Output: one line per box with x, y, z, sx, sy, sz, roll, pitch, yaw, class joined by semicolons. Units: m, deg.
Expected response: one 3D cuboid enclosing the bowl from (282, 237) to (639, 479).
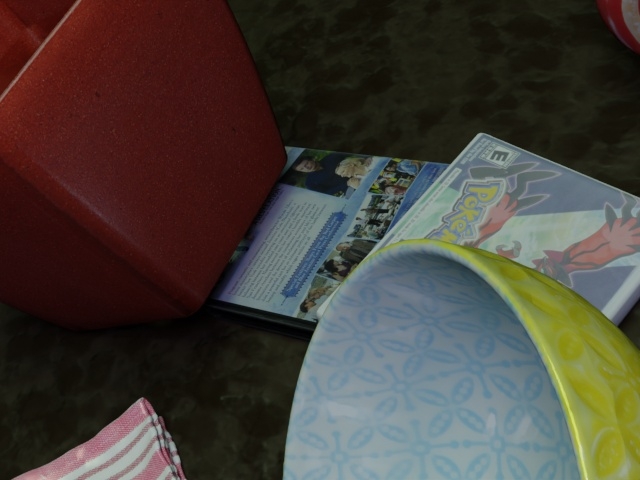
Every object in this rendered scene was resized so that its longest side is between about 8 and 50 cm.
0.107;0.147;0.586;0.156;0.289;0.289;5;32;-25;bowl

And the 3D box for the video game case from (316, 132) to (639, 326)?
0.126;0.023;0.806;0.183;0.023;0.201;28;65;36;video game case

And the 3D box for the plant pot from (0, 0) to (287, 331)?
-0.189;-0.071;0.925;0.267;0.236;0.267;-10;41;44;plant pot

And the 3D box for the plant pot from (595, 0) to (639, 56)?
0.291;-0.240;0.871;0.191;0.191;0.174;-7;49;25;plant pot

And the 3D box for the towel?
-0.156;0.212;0.803;0.144;0.029;0.197;-32;40;0;towel

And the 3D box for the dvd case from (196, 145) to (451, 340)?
0.000;0.000;0.930;0.253;0.022;0.180;10;56;38;dvd case
